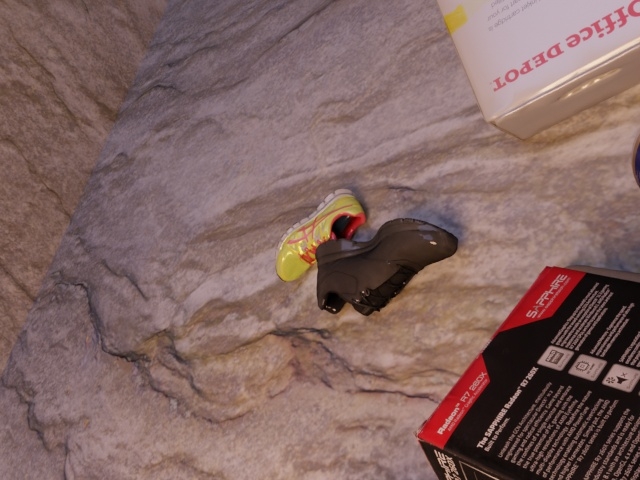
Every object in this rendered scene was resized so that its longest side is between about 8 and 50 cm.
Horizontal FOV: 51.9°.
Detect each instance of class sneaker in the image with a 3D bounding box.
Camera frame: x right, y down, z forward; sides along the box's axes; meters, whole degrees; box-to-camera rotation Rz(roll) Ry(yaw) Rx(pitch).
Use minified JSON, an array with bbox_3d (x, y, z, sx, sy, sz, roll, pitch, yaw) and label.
[{"bbox_3d":[0.000,0.000,1.195,0.208,0.081,0.094,-49,40,6],"label":"sneaker"},{"bbox_3d":[0.100,0.051,1.046,0.286,0.109,0.130,-22,53,48],"label":"sneaker"}]

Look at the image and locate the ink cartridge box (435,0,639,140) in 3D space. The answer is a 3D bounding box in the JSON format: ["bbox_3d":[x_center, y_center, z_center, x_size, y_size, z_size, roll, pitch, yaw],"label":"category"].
[{"bbox_3d":[0.326,-0.380,0.963,0.279,0.160,0.384,-26,72,32],"label":"ink cartridge box"}]

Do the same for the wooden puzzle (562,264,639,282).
[{"bbox_3d":[0.305,0.189,0.678,0.347,0.080,0.322,-54,21,-11],"label":"wooden puzzle"}]

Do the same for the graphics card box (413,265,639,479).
[{"bbox_3d":[0.284,0.148,0.474,0.371,0.094,0.233,10,45,48],"label":"graphics card box"}]

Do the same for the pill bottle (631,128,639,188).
[{"bbox_3d":[0.420,-0.053,0.653,0.153,0.153,0.264,-35,14,22],"label":"pill bottle"}]
